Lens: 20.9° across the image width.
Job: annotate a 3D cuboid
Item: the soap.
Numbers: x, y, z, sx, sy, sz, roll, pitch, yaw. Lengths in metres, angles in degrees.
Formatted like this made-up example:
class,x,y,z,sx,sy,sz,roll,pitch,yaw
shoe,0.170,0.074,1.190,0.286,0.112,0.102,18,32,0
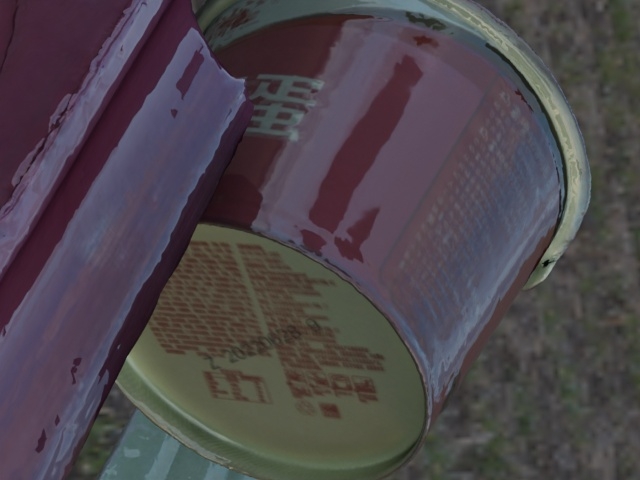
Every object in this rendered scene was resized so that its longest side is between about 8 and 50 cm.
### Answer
class,x,y,z,sx,sy,sz,roll,pitch,yaw
soap,-0.198,0.018,0.661,0.128,0.232,0.360,76,28,-43

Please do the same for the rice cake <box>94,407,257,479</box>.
class,x,y,z,sx,sy,sz,roll,pitch,yaw
rice cake,-0.108,0.208,1.081,0.127,0.043,0.237,29,42,-4

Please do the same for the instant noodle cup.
class,x,y,z,sx,sy,sz,roll,pitch,yaw
instant noodle cup,0.000,0.000,0.873,0.235,0.234,0.178,62,38,-31
